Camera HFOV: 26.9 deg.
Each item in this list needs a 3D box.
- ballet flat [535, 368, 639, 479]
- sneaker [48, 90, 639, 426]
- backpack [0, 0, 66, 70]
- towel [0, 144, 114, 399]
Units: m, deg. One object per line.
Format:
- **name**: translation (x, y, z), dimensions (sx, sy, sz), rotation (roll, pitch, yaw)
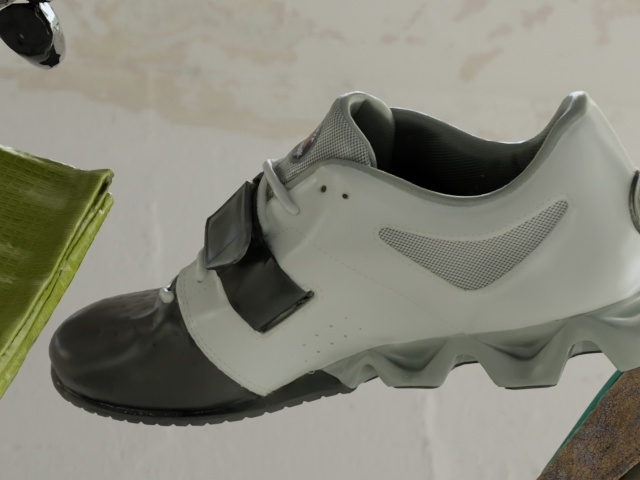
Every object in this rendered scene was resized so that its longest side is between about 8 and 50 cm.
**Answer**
- **ballet flat**: translation (0.146, 0.188, 0.767), dimensions (0.316, 0.107, 0.106), rotation (-49, -136, -11)
- **sneaker**: translation (0.000, 0.000, 0.667), dimensions (0.330, 0.146, 0.122), rotation (-11, -158, 20)
- **backpack**: translation (-0.058, -0.241, 0.406), dimensions (0.213, 0.276, 0.263), rotation (-8, -122, 0)
- **towel**: translation (-0.126, 0.015, 0.341), dimensions (0.102, 0.021, 0.237), rotation (21, -155, -4)
